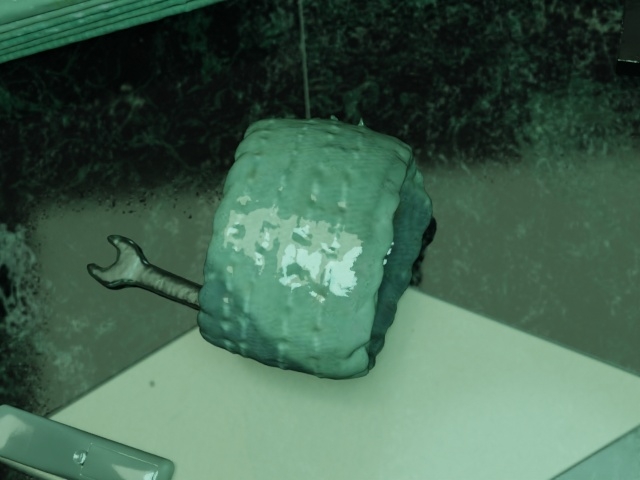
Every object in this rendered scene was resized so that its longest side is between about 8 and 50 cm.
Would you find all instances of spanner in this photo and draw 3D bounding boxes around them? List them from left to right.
[{"bbox_3d":[-0.105,0.058,1.535,0.254,0.015,0.054,21,81,11],"label":"spanner"}]

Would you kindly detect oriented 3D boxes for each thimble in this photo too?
[{"bbox_3d":[0.000,0.000,1.438,0.172,0.205,0.250,14,55,9],"label":"thimble"}]

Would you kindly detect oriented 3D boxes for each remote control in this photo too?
[{"bbox_3d":[-0.230,0.204,1.513,0.184,0.027,0.050,17,80,11],"label":"remote control"}]

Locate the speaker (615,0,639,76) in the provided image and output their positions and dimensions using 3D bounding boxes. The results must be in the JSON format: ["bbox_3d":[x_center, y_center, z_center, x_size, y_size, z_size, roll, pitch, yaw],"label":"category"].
[{"bbox_3d":[0.393,-0.187,1.512,0.218,0.044,0.082,9,79,9],"label":"speaker"}]

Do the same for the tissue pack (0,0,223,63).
[{"bbox_3d":[-0.274,-0.335,1.569,0.388,0.162,0.287,-15,73,3],"label":"tissue pack"}]
